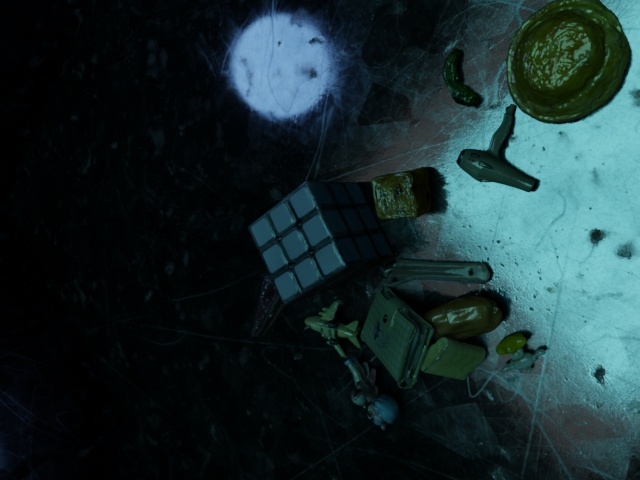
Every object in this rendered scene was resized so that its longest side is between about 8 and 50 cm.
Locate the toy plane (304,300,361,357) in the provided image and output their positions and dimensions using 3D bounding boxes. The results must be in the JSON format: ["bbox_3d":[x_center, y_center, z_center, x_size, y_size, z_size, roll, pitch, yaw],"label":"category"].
[{"bbox_3d":[0.037,0.314,1.835,0.244,0.092,0.228,6,113,32],"label":"toy plane"}]

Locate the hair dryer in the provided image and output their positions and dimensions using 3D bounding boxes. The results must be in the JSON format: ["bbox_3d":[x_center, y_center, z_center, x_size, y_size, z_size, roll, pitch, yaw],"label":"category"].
[{"bbox_3d":[0.532,-0.234,1.436,0.225,0.088,0.219,-46,76,14],"label":"hair dryer"}]

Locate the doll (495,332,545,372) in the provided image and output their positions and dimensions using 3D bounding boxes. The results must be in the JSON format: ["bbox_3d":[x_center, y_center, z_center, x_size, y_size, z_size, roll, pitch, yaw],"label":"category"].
[{"bbox_3d":[0.577,0.328,1.468,0.135,0.071,0.113,-10,98,31],"label":"doll"}]

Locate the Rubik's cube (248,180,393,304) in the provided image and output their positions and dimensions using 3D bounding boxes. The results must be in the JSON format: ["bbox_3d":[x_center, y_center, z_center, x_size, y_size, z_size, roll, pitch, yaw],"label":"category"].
[{"bbox_3d":[0.000,0.000,1.689,0.304,0.305,0.301,-32,78,32],"label":"Rubik's cube"}]

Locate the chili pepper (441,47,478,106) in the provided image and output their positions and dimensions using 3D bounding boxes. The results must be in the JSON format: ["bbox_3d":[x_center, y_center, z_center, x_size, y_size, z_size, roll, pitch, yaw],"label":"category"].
[{"bbox_3d":[0.404,-0.471,1.499,0.073,0.050,0.182,-25,78,42],"label":"chili pepper"}]

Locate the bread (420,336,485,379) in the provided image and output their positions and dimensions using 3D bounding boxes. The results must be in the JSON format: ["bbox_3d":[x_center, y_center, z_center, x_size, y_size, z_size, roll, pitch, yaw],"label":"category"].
[{"bbox_3d":[0.395,0.357,1.529,0.139,0.178,0.060,-54,35,29],"label":"bread"}]

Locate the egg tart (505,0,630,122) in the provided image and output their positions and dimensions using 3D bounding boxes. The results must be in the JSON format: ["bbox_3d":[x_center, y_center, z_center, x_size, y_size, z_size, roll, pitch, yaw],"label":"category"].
[{"bbox_3d":[0.613,-0.464,1.303,0.319,0.128,0.318,6,100,37],"label":"egg tart"}]

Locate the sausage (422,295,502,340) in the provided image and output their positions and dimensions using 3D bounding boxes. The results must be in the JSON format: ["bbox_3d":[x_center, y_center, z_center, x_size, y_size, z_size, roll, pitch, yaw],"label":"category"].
[{"bbox_3d":[0.422,0.234,1.526,0.241,0.136,0.120,-23,75,31],"label":"sausage"}]

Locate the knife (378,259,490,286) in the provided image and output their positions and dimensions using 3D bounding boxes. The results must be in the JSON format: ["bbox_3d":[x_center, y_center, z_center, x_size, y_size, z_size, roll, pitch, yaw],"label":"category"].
[{"bbox_3d":[0.354,0.104,1.612,0.365,0.043,0.089,-2,94,34],"label":"knife"}]

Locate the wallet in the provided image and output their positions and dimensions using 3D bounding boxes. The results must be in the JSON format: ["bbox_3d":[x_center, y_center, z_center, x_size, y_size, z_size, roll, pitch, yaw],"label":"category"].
[{"bbox_3d":[0.227,0.295,1.616,0.309,0.077,0.223,-135,54,-65],"label":"wallet"}]

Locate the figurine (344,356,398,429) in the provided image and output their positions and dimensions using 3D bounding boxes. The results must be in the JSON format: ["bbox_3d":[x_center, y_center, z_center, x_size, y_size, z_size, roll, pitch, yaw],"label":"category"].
[{"bbox_3d":[0.167,0.510,1.727,0.103,0.205,0.260,-35,71,9],"label":"figurine"}]

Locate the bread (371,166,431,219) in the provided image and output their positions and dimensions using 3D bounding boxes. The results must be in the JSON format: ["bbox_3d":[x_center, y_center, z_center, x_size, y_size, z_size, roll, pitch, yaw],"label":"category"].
[{"bbox_3d":[0.253,-0.148,1.590,0.158,0.143,0.149,1,102,36],"label":"bread"}]

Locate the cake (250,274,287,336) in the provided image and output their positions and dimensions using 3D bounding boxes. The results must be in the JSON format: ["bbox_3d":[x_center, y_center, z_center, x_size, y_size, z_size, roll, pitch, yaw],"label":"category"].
[{"bbox_3d":[-0.194,0.245,1.978,0.113,0.116,0.295,36,112,31],"label":"cake"}]
